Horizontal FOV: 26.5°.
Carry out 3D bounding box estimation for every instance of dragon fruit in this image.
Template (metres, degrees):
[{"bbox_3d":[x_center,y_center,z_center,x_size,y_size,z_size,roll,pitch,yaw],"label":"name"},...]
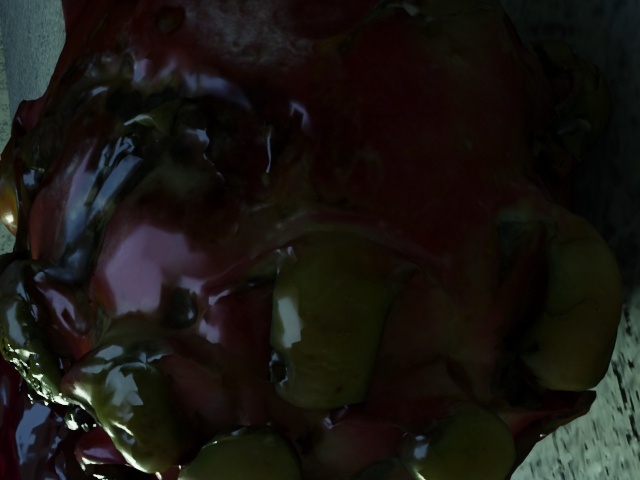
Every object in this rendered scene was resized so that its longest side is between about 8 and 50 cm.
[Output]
[{"bbox_3d":[0.000,0.000,0.555,0.269,0.250,0.291,-60,28,30],"label":"dragon fruit"}]

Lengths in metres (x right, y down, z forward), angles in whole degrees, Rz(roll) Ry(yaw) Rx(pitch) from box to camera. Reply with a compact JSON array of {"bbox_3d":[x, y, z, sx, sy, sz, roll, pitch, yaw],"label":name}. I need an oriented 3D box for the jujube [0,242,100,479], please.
[{"bbox_3d":[-0.112,0.129,0.933,0.258,0.258,0.377,116,158,-58],"label":"jujube"}]
